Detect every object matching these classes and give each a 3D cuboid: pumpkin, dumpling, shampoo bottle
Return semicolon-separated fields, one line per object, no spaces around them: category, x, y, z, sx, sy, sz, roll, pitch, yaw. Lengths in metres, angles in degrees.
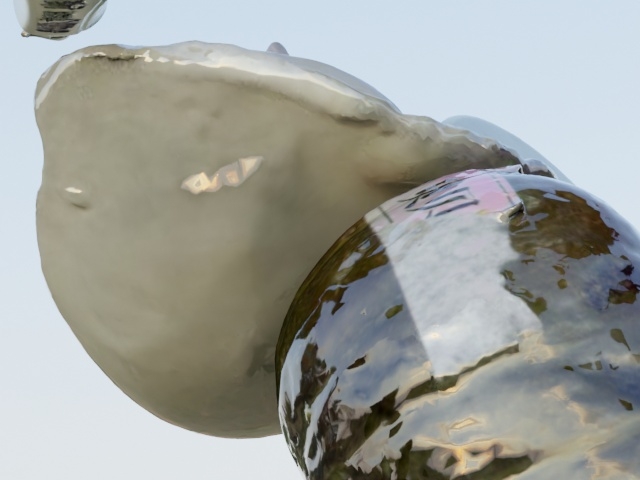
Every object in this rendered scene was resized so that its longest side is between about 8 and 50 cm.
pumpkin;0.097;0.099;0.666;0.189;0.260;0.260;-19;-17;5
dumpling;-0.001;-0.006;0.807;0.227;0.175;0.243;-15;-5;17
shampoo bottle;-0.105;-0.106;0.739;0.049;0.034;0.141;-24;-1;-12

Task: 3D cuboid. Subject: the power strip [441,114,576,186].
power strip;0.148;0.085;1.306;0.161;0.357;0.357;-40;-32;21

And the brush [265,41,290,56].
brush;-0.077;0.001;1.247;0.050;0.060;0.321;-18;-34;-37
